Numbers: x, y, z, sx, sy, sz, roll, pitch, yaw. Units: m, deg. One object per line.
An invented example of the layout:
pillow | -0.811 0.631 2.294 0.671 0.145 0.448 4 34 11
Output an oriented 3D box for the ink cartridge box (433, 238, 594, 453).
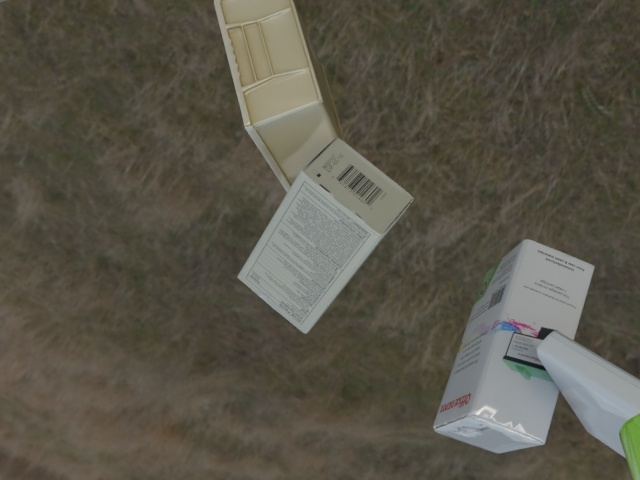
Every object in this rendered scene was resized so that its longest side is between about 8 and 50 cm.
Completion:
ink cartridge box | 0.285 0.166 1.312 0.117 0.278 0.201 22 161 -1

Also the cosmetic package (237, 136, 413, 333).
cosmetic package | 0.000 0.000 1.408 0.160 0.113 0.309 40 140 3

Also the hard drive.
hard drive | 0.437 0.258 1.059 0.353 0.047 0.233 33 166 51

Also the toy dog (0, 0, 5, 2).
toy dog | -0.326 -0.328 0.607 0.220 0.161 0.333 -2 151 -3

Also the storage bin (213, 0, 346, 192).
storage bin | -0.057 -0.253 1.432 0.123 0.260 0.262 -18 157 7

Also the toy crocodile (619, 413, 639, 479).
toy crocodile | 0.317 0.065 0.539 0.105 0.115 0.340 21 121 -30
